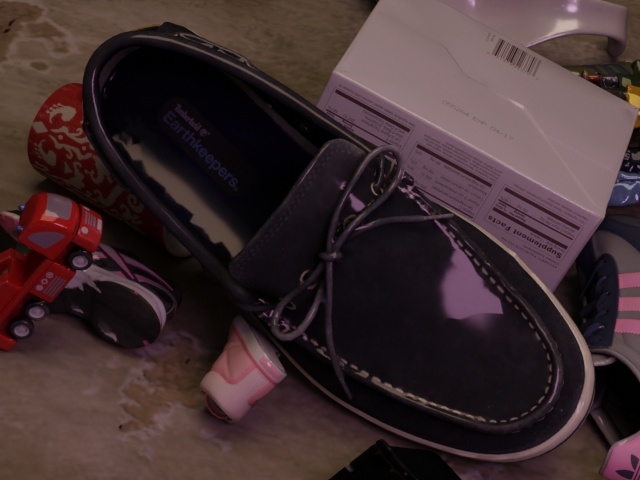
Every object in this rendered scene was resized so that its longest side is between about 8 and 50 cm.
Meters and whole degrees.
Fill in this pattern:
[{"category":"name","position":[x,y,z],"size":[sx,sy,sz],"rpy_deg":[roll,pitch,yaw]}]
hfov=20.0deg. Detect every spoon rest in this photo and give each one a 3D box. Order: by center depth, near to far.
[{"category":"spoon rest","position":[0.211,-0.246,1.962],"size":[0.276,0.137,0.084],"rpy_deg":[4,-4,-15]}]

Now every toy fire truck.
[{"category":"toy fire truck","position":[-0.277,0.022,1.451],"size":[0.135,0.192,0.047],"rpy_deg":[29,30,-25]}]

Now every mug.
[{"category":"mug","position":[-0.163,-0.086,1.629],"size":[0.169,0.150,0.113],"rpy_deg":[26,9,26]}]

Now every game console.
[{"category":"game console","position":[0.074,0.216,1.393],"size":[0.107,0.071,0.122],"rpy_deg":[-37,51,-9]}]

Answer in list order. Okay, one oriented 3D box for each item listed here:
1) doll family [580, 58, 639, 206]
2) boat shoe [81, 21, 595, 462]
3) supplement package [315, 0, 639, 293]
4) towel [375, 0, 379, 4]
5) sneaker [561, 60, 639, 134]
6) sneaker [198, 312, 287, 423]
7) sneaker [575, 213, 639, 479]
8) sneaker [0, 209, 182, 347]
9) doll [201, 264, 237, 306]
[{"category":"doll family","position":[0.322,-0.098,1.807],"size":[0.111,0.076,0.193],"rpy_deg":[2,75,-6]},{"category":"boat shoe","position":[0.000,0.000,1.444],"size":[0.500,0.187,0.156],"rpy_deg":[40,0,9]},{"category":"supplement package","position":[0.127,-0.083,1.648],"size":[0.262,0.145,0.204],"rpy_deg":[29,37,1]},{"category":"towel","position":[0.144,-0.369,2.099],"size":[0.235,0.121,0.283],"rpy_deg":[0,38,-14]},{"category":"sneaker","position":[0.299,-0.154,1.910],"size":[0.192,0.064,0.086],"rpy_deg":[8,28,-4]},{"category":"sneaker","position":[-0.069,0.105,1.471],"size":[0.051,0.070,0.134],"rpy_deg":[45,3,-13]},{"category":"sneaker","position":[0.254,0.084,1.532],"size":[0.131,0.112,0.319],"rpy_deg":[2,36,-17]},{"category":"sneaker","position":[-0.196,0.029,1.536],"size":[0.178,0.072,0.077],"rpy_deg":[32,29,14]},{"category":"doll","position":[-0.014,-0.001,1.629],"size":[0.189,0.046,0.129],"rpy_deg":[-19,47,-34]}]
